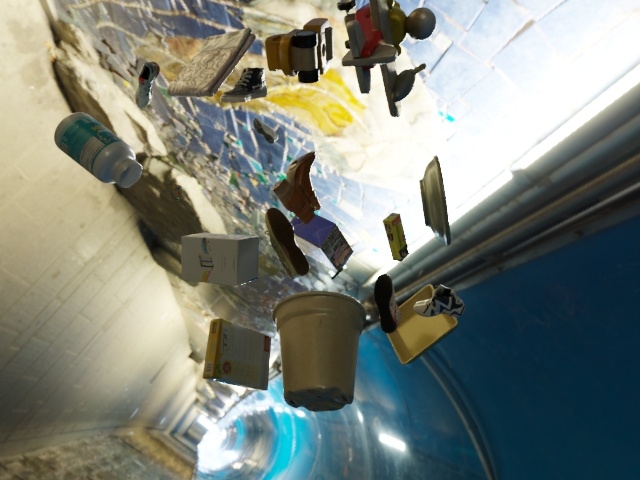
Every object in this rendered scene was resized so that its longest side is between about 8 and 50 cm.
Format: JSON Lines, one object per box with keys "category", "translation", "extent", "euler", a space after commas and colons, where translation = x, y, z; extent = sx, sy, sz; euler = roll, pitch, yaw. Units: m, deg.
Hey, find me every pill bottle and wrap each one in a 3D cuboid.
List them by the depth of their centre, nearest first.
{"category": "pill bottle", "translation": [-0.695, -0.278, 1.457], "extent": [0.146, 0.264, 0.146], "euler": [-52, 170, -12]}

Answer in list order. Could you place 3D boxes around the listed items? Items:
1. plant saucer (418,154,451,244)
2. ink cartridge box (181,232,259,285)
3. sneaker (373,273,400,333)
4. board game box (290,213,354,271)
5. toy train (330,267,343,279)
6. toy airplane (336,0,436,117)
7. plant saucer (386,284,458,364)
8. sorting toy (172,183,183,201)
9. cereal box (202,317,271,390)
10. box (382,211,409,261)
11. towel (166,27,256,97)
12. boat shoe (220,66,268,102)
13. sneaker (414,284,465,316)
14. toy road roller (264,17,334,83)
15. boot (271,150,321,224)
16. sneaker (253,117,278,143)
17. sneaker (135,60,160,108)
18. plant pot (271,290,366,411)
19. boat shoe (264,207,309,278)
{"category": "plant saucer", "translation": [0.496, -0.170, 2.023], "extent": [0.400, 0.100, 0.401], "euler": [-9, 90, -78]}
{"category": "ink cartridge box", "translation": [-0.369, 0.064, 1.698], "extent": [0.171, 0.232, 0.168], "euler": [-16, 110, -71]}
{"category": "sneaker", "translation": [0.311, 0.287, 2.126], "extent": [0.145, 0.090, 0.270], "euler": [6, 77, -71]}
{"category": "board game box", "translation": [0.000, 0.000, 2.264], "extent": [0.141, 0.232, 0.291], "euler": [-55, 148, -12]}
{"category": "toy train", "translation": [0.078, 0.159, 2.187], "extent": [0.083, 0.017, 0.023], "euler": [-42, -177, -30]}
{"category": "toy airplane", "translation": [0.189, -0.579, 1.282], "extent": [0.386, 0.272, 0.385], "euler": [17, 65, -79]}
{"category": "plant saucer", "translation": [0.497, 0.424, 2.275], "extent": [0.332, 0.081, 0.333], "euler": [-41, -151, 11]}
{"category": "sorting toy", "translation": [-0.662, -0.219, 2.133], "extent": [0.012, 0.062, 0.083], "euler": [-26, 123, -46]}
{"category": "cereal box", "translation": [-0.244, 0.351, 1.392], "extent": [0.047, 0.240, 0.173], "euler": [-16, -123, 30]}
{"category": "box", "translation": [0.372, -0.016, 2.251], "extent": [0.058, 0.232, 0.087], "euler": [9, -144, 45]}
{"category": "towel", "translation": [-0.430, -0.681, 1.777], "extent": [0.331, 0.053, 0.317], "euler": [18, -108, 46]}
{"category": "boat shoe", "translation": [-0.399, -0.805, 2.368], "extent": [0.340, 0.127, 0.158], "euler": [-41, 135, -54]}
{"category": "sneaker", "translation": [0.497, 0.253, 1.998], "extent": [0.235, 0.153, 0.094], "euler": [0, -143, 46]}
{"category": "toy road roller", "translation": [-0.093, -0.826, 1.989], "extent": [0.330, 0.240, 0.203], "euler": [-61, 154, -48]}
{"category": "boot", "translation": [-0.057, -0.229, 1.976], "extent": [0.109, 0.220, 0.283], "euler": [-9, -140, 51]}
{"category": "sneaker", "translation": [-0.272, -0.546, 2.273], "extent": [0.053, 0.152, 0.061], "euler": [-38, -173, 45]}
{"category": "sneaker", "translation": [-0.587, -0.515, 1.520], "extent": [0.161, 0.057, 0.075], "euler": [-62, -178, 18]}
{"category": "plant pot", "translation": [-0.007, 0.382, 1.522], "extent": [0.334, 0.333, 0.306], "euler": [123, -25, -48]}
{"category": "boat shoe", "translation": [-0.145, 0.014, 1.747], "extent": [0.104, 0.285, 0.089], "euler": [-22, 177, -44]}
